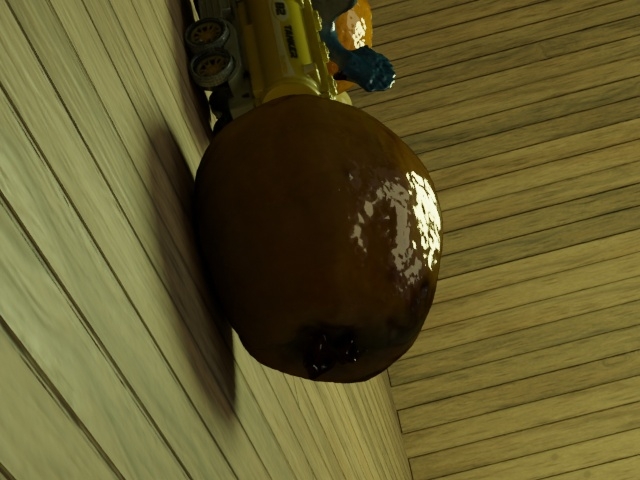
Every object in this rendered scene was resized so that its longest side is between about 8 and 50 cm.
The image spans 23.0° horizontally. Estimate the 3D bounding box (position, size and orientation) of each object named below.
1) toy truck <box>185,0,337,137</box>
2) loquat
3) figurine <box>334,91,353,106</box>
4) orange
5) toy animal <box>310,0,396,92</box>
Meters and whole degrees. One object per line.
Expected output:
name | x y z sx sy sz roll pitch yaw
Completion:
toy truck | -0.053 -0.170 1.360 0.098 0.114 0.227 71 5 -48
loquat | 0.000 0.000 1.113 0.187 0.176 0.234 48 19 -44
figurine | -0.005 -0.161 2.258 0.114 0.108 0.196 51 17 -15
orange | -0.008 -0.274 2.091 0.177 0.155 0.177 178 -90 -67
toy animal | -0.018 -0.252 1.854 0.255 0.176 0.239 -105 -147 -47
